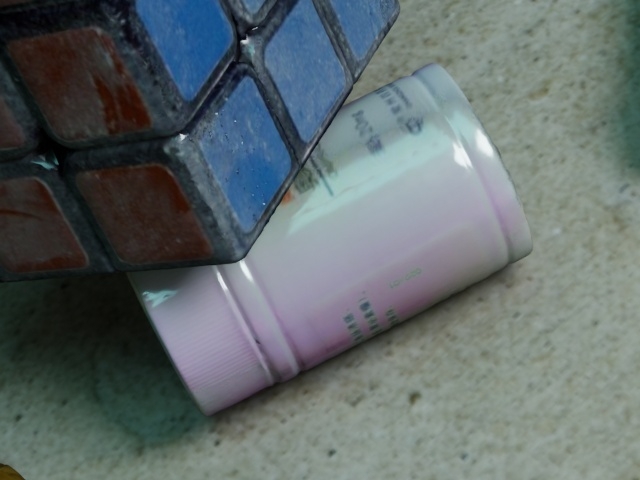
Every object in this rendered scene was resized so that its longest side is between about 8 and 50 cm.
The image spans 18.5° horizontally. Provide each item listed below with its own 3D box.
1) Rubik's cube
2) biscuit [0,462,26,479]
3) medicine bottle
[{"bbox_3d":[-0.168,-0.175,1.293,0.304,0.305,0.301,-4,36,30],"label":"Rubik's cube"},{"bbox_3d":[-0.313,0.250,1.311,0.296,0.075,0.296,-8,55,11],"label":"biscuit"},{"bbox_3d":[0.000,0.000,1.340,0.254,0.152,0.152,-26,52,-3],"label":"medicine bottle"}]
